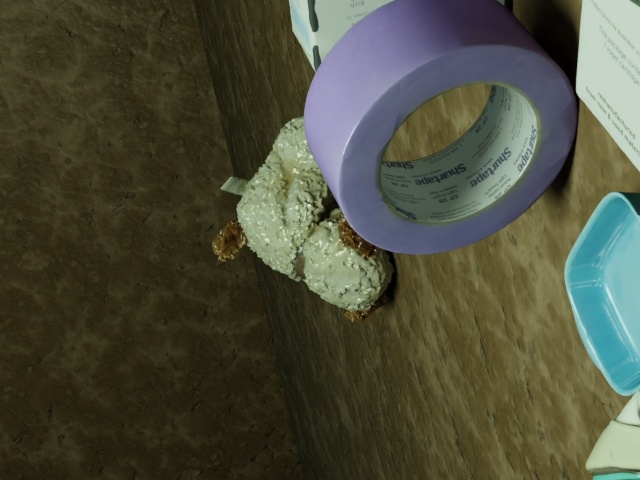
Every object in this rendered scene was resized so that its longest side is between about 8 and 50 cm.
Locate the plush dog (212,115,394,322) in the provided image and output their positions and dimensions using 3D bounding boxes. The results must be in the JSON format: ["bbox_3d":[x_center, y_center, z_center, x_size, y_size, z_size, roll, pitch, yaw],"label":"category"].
[{"bbox_3d":[0.000,0.000,1.575,0.225,0.210,0.262,35,152,29],"label":"plush dog"}]

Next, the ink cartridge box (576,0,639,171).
[{"bbox_3d":[0.181,-0.131,0.424,0.086,0.148,0.203,-115,14,-45],"label":"ink cartridge box"}]

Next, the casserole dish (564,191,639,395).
[{"bbox_3d":[0.219,0.036,0.807,0.188,0.037,0.114,95,156,-66],"label":"casserole dish"}]

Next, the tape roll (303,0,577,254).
[{"bbox_3d":[0.088,-0.085,0.874,0.189,0.189,0.080,83,165,-45],"label":"tape roll"}]

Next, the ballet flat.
[{"bbox_3d":[0.242,0.127,0.759,0.248,0.086,0.086,144,108,-78],"label":"ballet flat"}]

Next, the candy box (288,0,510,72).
[{"bbox_3d":[0.055,-0.237,0.871,0.196,0.164,0.070,84,166,-44],"label":"candy box"}]
